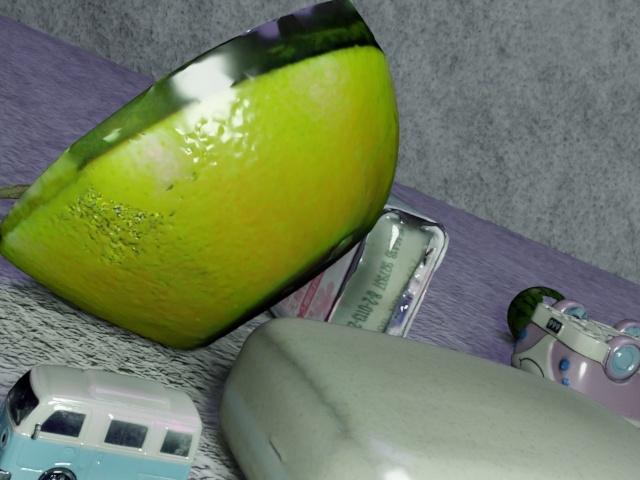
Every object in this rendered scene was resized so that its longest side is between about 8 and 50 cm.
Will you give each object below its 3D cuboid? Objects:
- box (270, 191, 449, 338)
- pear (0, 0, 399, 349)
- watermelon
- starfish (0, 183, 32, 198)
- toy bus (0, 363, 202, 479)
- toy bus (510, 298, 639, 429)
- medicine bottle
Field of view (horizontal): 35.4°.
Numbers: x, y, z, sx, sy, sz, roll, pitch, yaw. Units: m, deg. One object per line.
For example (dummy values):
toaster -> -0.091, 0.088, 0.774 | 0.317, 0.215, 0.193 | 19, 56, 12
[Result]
box -> 0.000, 0.000, 1.165 | 0.112, 0.190, 0.370 | 16, 14, -29
pear -> -0.070, -0.025, 0.900 | 0.165, 0.399, 0.399 | 57, 17, 5
watermelon -> 0.328, 0.116, 1.477 | 0.109, 0.109, 0.109 | 22, 11, -5
starfish -> -0.183, -0.089, 1.181 | 0.358, 0.078, 0.347 | -14, 10, 31
toy bus -> -0.139, 0.120, 0.627 | 0.123, 0.075, 0.060 | 17, 13, -27
toy bus -> 0.323, 0.163, 1.140 | 0.203, 0.142, 0.142 | 18, 12, -23
medicine bottle -> 0.119, 0.172, 0.761 | 0.375, 0.123, 0.282 | 15, 12, -28
